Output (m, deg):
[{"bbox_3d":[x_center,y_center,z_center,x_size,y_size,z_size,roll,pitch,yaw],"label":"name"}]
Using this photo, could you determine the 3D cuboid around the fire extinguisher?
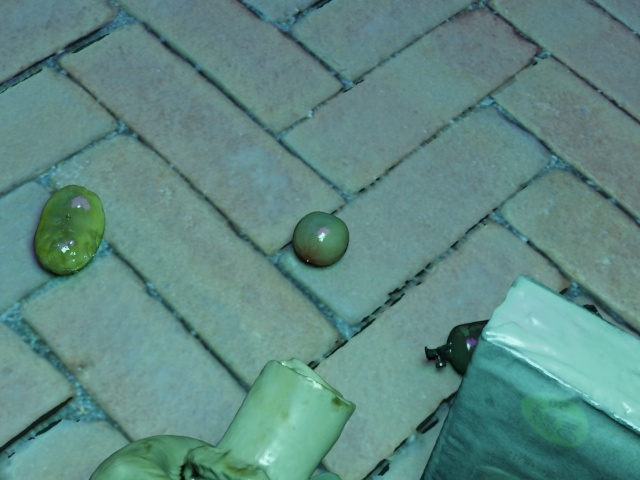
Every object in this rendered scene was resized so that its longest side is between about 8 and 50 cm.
[{"bbox_3d":[0.260,0.137,1.613,0.268,0.089,0.072,-7,77,-13],"label":"fire extinguisher"}]

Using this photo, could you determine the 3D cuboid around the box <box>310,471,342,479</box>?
[{"bbox_3d":[-0.030,0.369,1.407,0.172,0.093,0.124,-22,62,-21],"label":"box"}]

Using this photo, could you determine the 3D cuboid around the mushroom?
[{"bbox_3d":[-0.088,0.260,1.222,0.292,0.292,0.290,28,93,11],"label":"mushroom"}]

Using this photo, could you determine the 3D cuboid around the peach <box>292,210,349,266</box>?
[{"bbox_3d":[0.000,-0.001,1.680,0.083,0.083,0.083,4,55,-6],"label":"peach"}]

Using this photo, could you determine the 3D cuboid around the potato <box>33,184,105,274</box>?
[{"bbox_3d":[-0.347,-0.012,1.641,0.091,0.070,0.138,8,53,4],"label":"potato"}]

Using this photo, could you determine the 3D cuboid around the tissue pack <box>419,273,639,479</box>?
[{"bbox_3d":[0.282,0.248,1.352,0.288,0.394,0.124,32,55,15],"label":"tissue pack"}]
